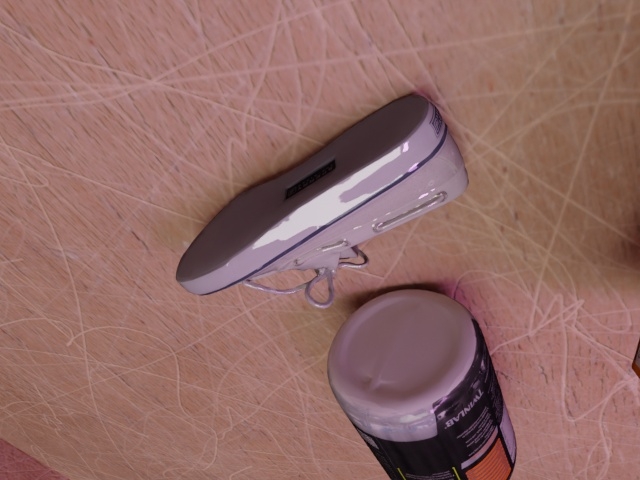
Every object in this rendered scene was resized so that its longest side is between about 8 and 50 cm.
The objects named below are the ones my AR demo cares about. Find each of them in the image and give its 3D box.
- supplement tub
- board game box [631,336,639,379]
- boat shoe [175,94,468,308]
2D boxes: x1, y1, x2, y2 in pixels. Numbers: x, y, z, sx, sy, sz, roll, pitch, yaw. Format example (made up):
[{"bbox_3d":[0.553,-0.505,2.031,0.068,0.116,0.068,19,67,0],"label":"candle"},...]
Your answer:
[{"bbox_3d":[0.160,0.249,0.694,0.207,0.207,0.338,-11,128,22],"label":"supplement tub"},{"bbox_3d":[0.471,0.037,0.257,0.356,0.356,0.356,4,110,9],"label":"board game box"},{"bbox_3d":[0.001,-0.006,0.563,0.367,0.136,0.156,-30,123,22],"label":"boat shoe"}]
